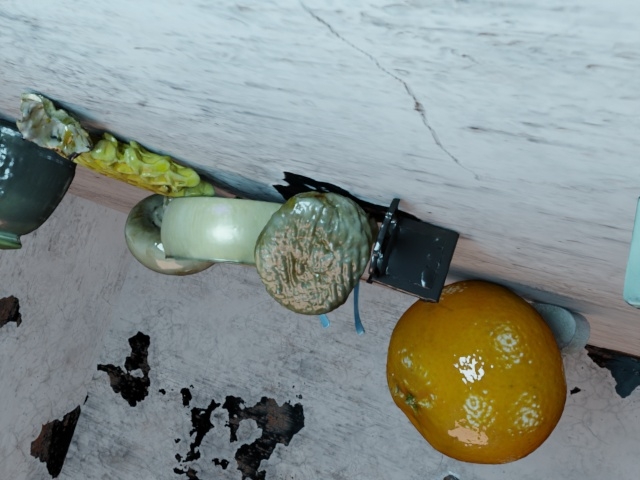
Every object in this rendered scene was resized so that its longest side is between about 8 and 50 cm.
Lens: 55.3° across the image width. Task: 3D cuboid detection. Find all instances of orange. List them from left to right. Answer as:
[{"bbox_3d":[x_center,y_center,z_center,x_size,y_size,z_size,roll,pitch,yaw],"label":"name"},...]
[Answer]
[{"bbox_3d":[0.331,0.295,1.364,0.327,0.423,0.424,-14,-174,-21],"label":"orange"}]

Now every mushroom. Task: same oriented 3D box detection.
[{"bbox_3d":[-0.301,-0.029,1.295,0.227,0.226,0.178,16,134,13],"label":"mushroom"}]

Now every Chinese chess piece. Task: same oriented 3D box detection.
[{"bbox_3d":[-0.139,-0.008,1.063,0.270,0.112,0.270,4,177,0],"label":"Chinese chess piece"}]

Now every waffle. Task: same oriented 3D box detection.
[{"bbox_3d":[-0.307,-0.119,1.023,0.261,0.056,0.250,18,175,-34],"label":"waffle"}]

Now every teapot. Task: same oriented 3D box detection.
[{"bbox_3d":[-0.586,-0.098,1.122,0.240,0.239,0.322,19,173,-33],"label":"teapot"}]

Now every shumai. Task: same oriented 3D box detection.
[{"bbox_3d":[0.000,0.000,0.886,0.162,0.209,0.153,11,-143,12],"label":"shumai"}]

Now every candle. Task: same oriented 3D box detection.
[{"bbox_3d":[0.538,0.220,1.459,0.068,0.192,0.168,19,-142,-28],"label":"candle"}]

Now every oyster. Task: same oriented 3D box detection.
[{"bbox_3d":[-0.358,-0.152,0.834,0.103,0.051,0.148,24,152,-21],"label":"oyster"}]

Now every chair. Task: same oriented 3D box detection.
[{"bbox_3d":[0.125,0.021,0.832,0.113,0.106,0.229,17,176,3],"label":"chair"}]

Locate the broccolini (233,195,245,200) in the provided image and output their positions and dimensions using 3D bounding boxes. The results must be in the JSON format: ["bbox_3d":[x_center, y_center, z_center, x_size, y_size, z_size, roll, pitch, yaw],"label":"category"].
[{"bbox_3d":[-0.119,-0.058,1.240,0.035,0.030,0.140,1,161,40],"label":"broccolini"}]

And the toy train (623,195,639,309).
[{"bbox_3d":[0.408,0.063,0.533,0.407,0.086,0.088,20,168,-35],"label":"toy train"}]

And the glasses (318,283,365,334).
[{"bbox_3d":[0.047,0.066,1.189,0.088,0.220,0.190,-30,149,24],"label":"glasses"}]
